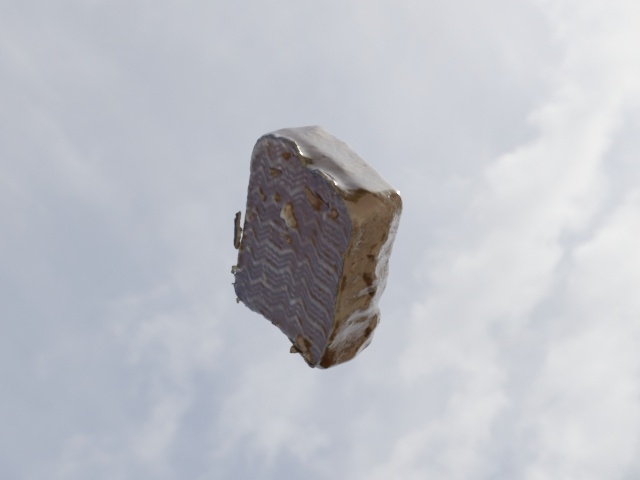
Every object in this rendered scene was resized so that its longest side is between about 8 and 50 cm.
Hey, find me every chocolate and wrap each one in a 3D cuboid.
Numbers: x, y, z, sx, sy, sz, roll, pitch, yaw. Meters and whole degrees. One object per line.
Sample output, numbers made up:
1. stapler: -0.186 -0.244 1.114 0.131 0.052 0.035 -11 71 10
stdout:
1. chocolate: 0.000 0.000 1.168 0.093 0.148 0.214 -23 -40 -39
